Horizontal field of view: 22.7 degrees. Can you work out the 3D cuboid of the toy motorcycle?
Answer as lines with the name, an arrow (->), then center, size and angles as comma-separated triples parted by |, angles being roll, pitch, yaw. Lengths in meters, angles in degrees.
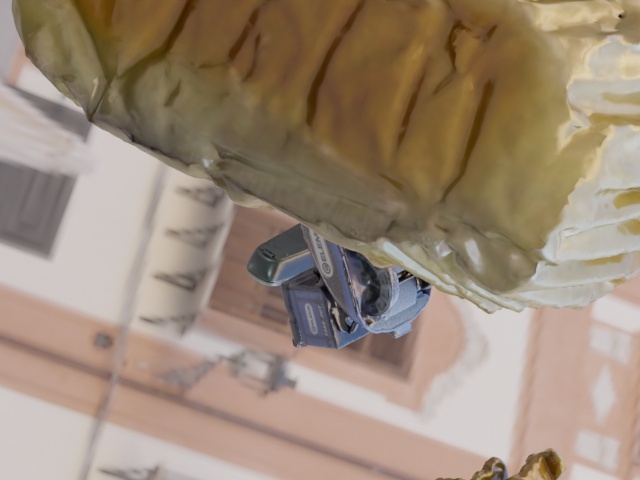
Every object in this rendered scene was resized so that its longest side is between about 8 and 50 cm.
toy motorcycle -> 0.010, -0.055, 1.708 | 0.212, 0.125, 0.359 | 2, -69, 48

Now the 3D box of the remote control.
remote control -> 0.000, 0.000, 2.005 | 0.072, 0.222, 0.042 | 32, -47, 34

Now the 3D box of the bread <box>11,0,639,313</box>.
bread -> 0.010, -0.107, 0.829 | 0.183, 0.388, 0.236 | -11, 134, -56

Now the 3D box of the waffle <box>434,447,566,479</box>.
waffle -> 0.100, 0.254, 1.150 | 0.293, 0.259, 0.069 | -121, -171, -78
